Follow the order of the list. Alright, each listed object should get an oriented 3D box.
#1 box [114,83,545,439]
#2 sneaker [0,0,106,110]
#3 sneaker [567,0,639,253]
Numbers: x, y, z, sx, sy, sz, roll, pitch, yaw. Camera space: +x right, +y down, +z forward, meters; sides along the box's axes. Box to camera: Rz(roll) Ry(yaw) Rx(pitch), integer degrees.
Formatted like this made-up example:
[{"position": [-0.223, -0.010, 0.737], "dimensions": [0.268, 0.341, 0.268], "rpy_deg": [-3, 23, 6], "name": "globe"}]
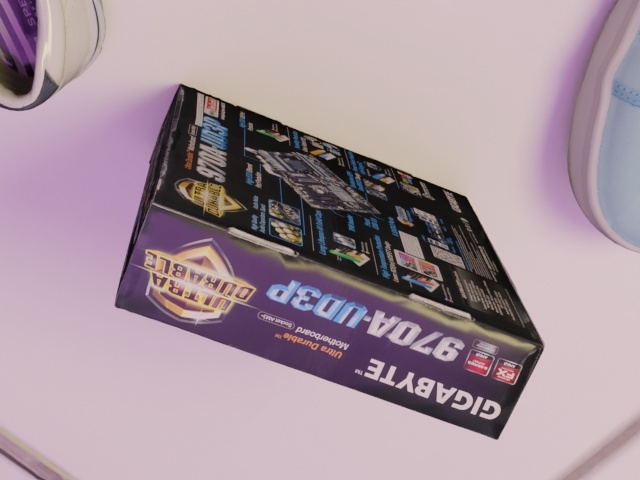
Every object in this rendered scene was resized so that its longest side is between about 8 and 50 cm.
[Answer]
[{"position": [0.000, 0.000, 0.658], "dimensions": [0.175, 0.220, 0.051], "rpy_deg": [20, 107, -10], "name": "box"}, {"position": [-0.179, -0.179, 0.639], "dimensions": [0.094, 0.091, 0.258], "rpy_deg": [-25, 115, 13], "name": "sneaker"}, {"position": [0.248, -0.121, 0.630], "dimensions": [0.135, 0.150, 0.366], "rpy_deg": [30, 114, -13], "name": "sneaker"}]
